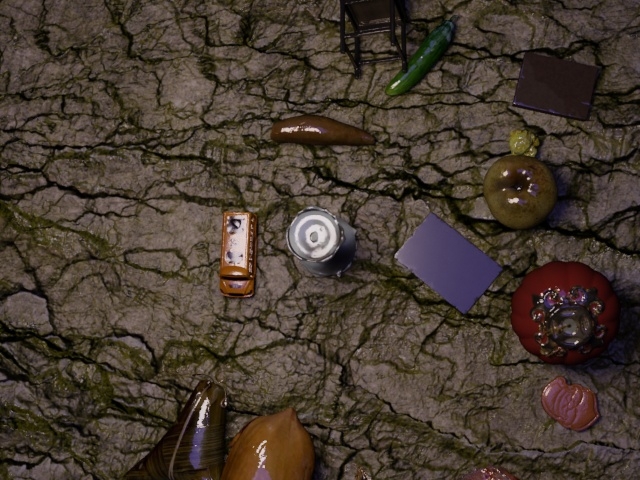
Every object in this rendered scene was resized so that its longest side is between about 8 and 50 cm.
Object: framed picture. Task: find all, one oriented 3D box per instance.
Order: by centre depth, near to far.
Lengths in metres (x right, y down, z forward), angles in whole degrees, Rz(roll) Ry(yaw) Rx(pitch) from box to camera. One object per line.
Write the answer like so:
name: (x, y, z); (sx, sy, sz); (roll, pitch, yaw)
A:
framed picture: (0.540, -0.354, 1.762); (0.168, 0.023, 0.128); (13, 86, 6)

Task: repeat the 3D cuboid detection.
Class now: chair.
chair: (0.124, -0.523, 1.741); (0.141, 0.154, 0.260); (-4, 73, 16)

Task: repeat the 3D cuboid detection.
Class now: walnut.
walnut: (-0.108, 0.501, 1.641); (0.203, 0.203, 0.298); (24, 88, 7)

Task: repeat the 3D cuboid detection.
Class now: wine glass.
wine glass: (0.000, 0.000, 1.666); (0.156, 0.232, 0.156); (-1, 84, 6)

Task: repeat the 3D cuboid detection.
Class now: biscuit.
biscuit: (0.551, 0.361, 1.686); (0.130, 0.019, 0.102); (32, 88, 7)

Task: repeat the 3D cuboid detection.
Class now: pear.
pear: (0.441, -0.107, 1.687); (0.167, 0.136, 0.167); (-1, 84, 10)

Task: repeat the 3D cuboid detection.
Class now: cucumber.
cucumber: (0.243, -0.428, 1.780); (0.056, 0.056, 0.250); (40, 91, 8)

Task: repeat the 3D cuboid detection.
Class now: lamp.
lamp: (0.518, 0.152, 1.622); (0.226, 0.227, 0.227); (-1, 84, 5)

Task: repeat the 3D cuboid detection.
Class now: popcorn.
popcorn: (0.459, -0.215, 1.739); (0.068, 0.059, 0.083); (-34, 107, -27)

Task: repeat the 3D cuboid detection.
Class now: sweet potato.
sweet potato: (0.006, -0.257, 1.775); (0.243, 0.077, 0.077); (1, 84, 2)

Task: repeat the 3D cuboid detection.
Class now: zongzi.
zongzi: (-0.327, 0.423, 1.718); (0.241, 0.111, 0.248); (0, 79, 11)

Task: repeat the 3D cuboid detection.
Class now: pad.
pad: (0.292, 0.051, 1.750); (0.211, 0.003, 0.143); (40, 88, 8)

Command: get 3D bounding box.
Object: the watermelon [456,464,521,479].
watermelon: (0.398, 0.590, 1.633); (0.193, 0.140, 0.257); (-46, 73, 4)

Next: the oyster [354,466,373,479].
oyster: (0.108, 0.575, 1.697); (0.086, 0.029, 0.132); (10, 82, 0)

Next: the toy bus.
toy bus: (-0.191, 0.032, 1.751); (0.083, 0.088, 0.195); (1, 84, 4)
